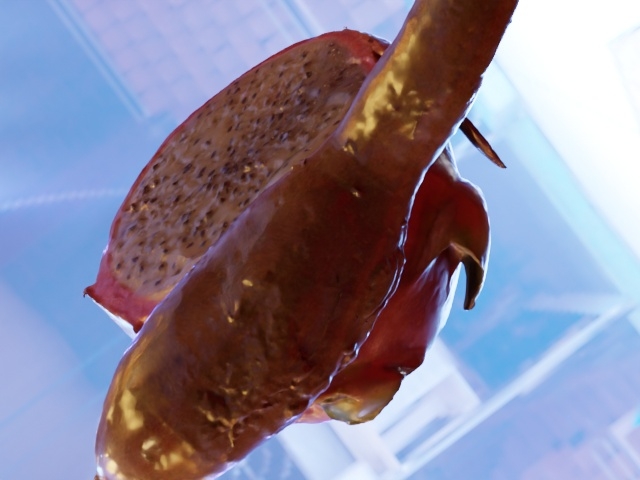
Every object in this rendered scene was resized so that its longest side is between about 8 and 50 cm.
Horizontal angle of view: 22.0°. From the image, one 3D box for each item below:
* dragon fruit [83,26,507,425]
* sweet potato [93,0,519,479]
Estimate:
[{"bbox_3d":[-0.007,0.013,1.146,0.189,0.290,0.290,46,-179,-26],"label":"dragon fruit"},{"bbox_3d":[0.000,0.000,0.932,0.109,0.385,0.109,37,-175,-4],"label":"sweet potato"}]
